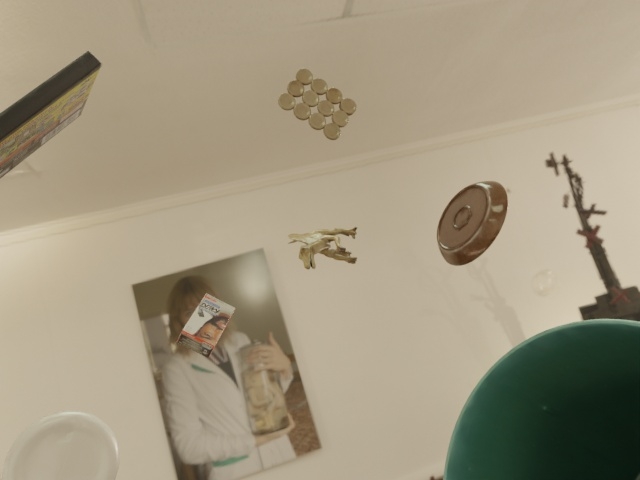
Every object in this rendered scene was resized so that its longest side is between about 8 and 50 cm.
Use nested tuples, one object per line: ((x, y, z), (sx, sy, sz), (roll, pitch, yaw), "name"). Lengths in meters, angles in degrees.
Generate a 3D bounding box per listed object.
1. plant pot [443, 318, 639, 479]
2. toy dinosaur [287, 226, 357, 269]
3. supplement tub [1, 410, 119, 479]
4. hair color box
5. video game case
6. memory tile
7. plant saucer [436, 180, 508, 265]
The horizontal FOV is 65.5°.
((0.296, 0.244, 0.425), (0.235, 0.293, 0.293), (26, -34, -26), "plant pot")
((0.000, 0.000, 0.681), (0.093, 0.053, 0.183), (8, 8, -8), "toy dinosaur")
((-0.189, 0.163, 0.366), (0.071, 0.071, 0.107), (-10, -14, -31), "supplement tub")
((-0.300, 0.222, 1.317), (0.053, 0.093, 0.167), (-59, 6, 30), "hair color box")
((-0.520, -0.199, 0.882), (0.248, 0.035, 0.275), (-14, 34, 56), "video game case")
((-0.005, -0.282, 1.030), (0.148, 0.113, 0.012), (32, -21, -7), "memory tile")
((0.262, -0.036, 0.892), (0.029, 0.168, 0.168), (24, -29, -19), "plant saucer")
